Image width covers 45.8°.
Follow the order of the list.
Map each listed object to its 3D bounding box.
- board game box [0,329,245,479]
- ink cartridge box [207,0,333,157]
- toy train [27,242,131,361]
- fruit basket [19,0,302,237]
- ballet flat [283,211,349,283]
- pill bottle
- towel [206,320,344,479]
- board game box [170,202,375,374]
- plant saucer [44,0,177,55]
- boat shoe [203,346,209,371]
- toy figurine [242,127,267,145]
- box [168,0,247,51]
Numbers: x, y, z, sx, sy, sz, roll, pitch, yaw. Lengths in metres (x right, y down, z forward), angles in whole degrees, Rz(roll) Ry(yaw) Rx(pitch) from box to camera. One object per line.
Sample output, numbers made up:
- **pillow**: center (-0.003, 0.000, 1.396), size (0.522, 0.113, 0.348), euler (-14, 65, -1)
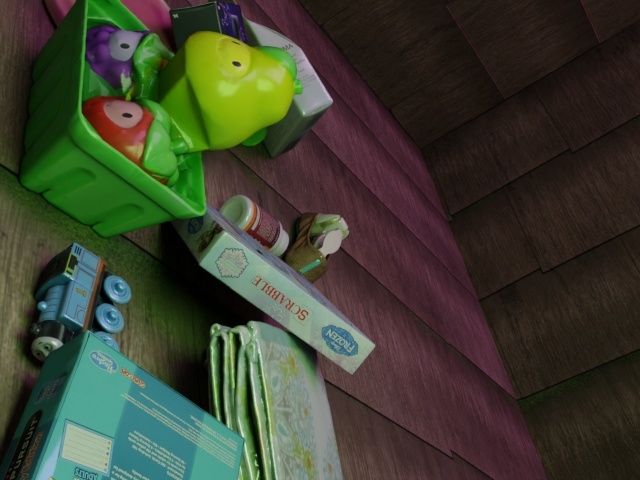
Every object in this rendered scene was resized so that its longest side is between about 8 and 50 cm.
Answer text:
- **board game box**: center (-0.212, 0.299, 0.775), size (0.254, 0.079, 0.336), euler (43, 33, -29)
- **ink cartridge box**: center (-0.141, -0.419, 1.808), size (0.385, 0.091, 0.308), euler (61, -20, 2)
- **toy train**: center (-0.303, 0.094, 0.940), size (0.105, 0.080, 0.184), euler (37, 30, -30)
- **fruit basket**: center (-0.232, -0.218, 1.126), size (0.283, 0.392, 0.392), euler (41, 27, -44)
- **ballet flat**: center (0.000, 0.000, 1.762), size (0.116, 0.124, 0.342), euler (57, 19, -11)
- **pill bottle**: center (-0.131, -0.023, 1.521), size (0.152, 0.086, 0.086), euler (37, 30, -48)
- **towel**: center (-0.057, 0.294, 1.130), size (0.374, 0.090, 0.321), euler (38, 40, -68)
- **board game box**: center (-0.095, 0.057, 1.256), size (0.318, 0.066, 0.318), euler (39, 0, -26)
- **plant saucer**: center (-0.373, -0.422, 1.450), size (0.332, 0.084, 0.332), euler (43, 26, -27)
- **boat shoe**: center (-0.136, 0.216, 1.220), size (0.133, 0.049, 0.042), euler (49, 23, -29)
- **toy figurine**: center (-0.198, -0.334, 1.798), size (0.159, 0.130, 0.173), euler (62, -5, 33)
- **box**: center (-0.203, -0.335, 1.523), size (0.184, 0.103, 0.261), euler (-54, 135, -71)
